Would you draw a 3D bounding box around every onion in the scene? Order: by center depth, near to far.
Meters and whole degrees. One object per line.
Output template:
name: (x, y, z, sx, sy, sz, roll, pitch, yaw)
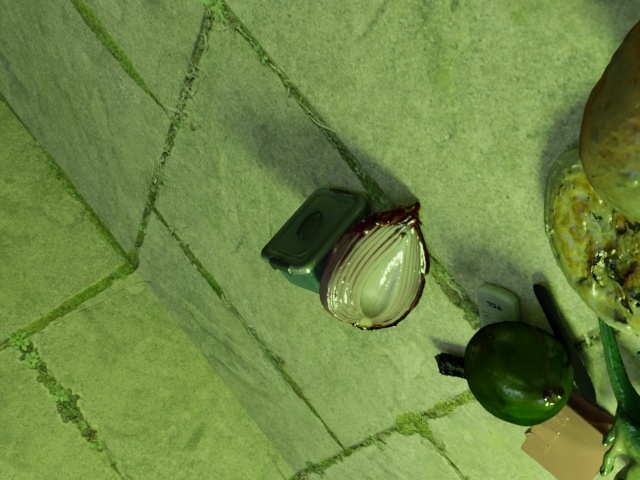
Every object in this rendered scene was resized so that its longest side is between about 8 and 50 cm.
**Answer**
onion: (0.114, 0.035, 1.573, 0.284, 0.227, 0.120, -62, 36, 12)

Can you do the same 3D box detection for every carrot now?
carrot: (0.434, -0.175, 0.862, 0.224, 0.224, 0.341, 43, 145, 18)

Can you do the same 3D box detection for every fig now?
fig: (0.355, 0.244, 1.385, 0.195, 0.195, 0.245, 62, -174, -13)

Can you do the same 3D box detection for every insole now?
insole: (0.441, 0.187, 1.402, 0.253, 0.005, 0.086, 63, 171, -12)

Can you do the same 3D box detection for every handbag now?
handbag: (0.482, 0.381, 1.515, 0.157, 0.059, 0.213, 37, 144, 25)

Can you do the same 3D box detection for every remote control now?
remote control: (0.349, 0.170, 1.517, 0.087, 0.029, 0.190, 22, 136, 42)

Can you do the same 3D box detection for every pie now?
pie: (0.462, 0.002, 1.143, 0.339, 0.077, 0.339, 36, 146, 29)

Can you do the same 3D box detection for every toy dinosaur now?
toy dinosaur: (0.538, 0.283, 1.252, 0.447, 0.087, 0.301, 45, 138, 39)

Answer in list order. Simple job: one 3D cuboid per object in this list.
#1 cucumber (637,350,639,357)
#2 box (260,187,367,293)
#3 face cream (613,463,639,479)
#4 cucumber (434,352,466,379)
cucumber: (0.589, 0.151, 1.119, 0.284, 0.056, 0.056, -23, 101, 50)
box: (0.000, 0.000, 1.658, 0.162, 0.227, 0.130, 17, 148, 47)
face cream: (0.673, 0.527, 1.367, 0.337, 0.080, 0.163, 50, 146, 8)
cucumber: (0.316, 0.271, 1.652, 0.181, 0.053, 0.053, 3, 123, 50)
